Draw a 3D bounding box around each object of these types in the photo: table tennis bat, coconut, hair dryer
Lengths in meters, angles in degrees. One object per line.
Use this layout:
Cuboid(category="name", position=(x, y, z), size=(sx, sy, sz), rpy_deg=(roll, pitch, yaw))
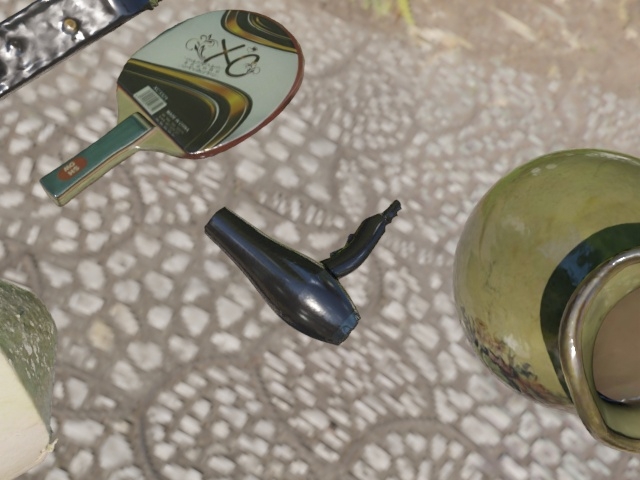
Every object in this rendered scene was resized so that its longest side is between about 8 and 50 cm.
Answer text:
Cuboid(category="table tennis bat", position=(-0.153, -0.134, 1.404), size=(0.301, 0.022, 0.173), rpy_deg=(-36, 59, -16))
Cuboid(category="coconut", position=(-0.353, 0.129, 1.266), size=(0.244, 0.239, 0.239), rpy_deg=(-31, 65, -17))
Cuboid(category="hair dryer", position=(0.000, 0.000, 0.618), size=(0.079, 0.031, 0.083), rpy_deg=(42, 55, 10))

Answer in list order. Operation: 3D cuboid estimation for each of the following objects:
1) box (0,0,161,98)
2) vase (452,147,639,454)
Cuboid(category="box", position=(-0.286, -0.126, 1.123), size=(0.058, 0.350, 0.211), rpy_deg=(59, 5, -11))
Cuboid(category="vase", position=(0.282, 0.086, 1.220), size=(0.329, 0.241, 0.302), rpy_deg=(47, 3, -25))
